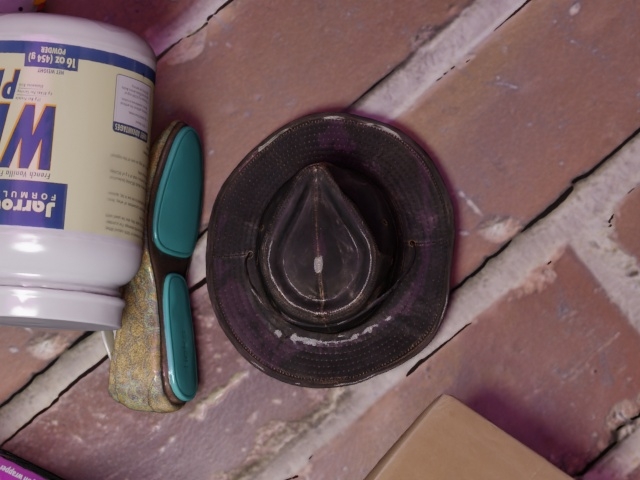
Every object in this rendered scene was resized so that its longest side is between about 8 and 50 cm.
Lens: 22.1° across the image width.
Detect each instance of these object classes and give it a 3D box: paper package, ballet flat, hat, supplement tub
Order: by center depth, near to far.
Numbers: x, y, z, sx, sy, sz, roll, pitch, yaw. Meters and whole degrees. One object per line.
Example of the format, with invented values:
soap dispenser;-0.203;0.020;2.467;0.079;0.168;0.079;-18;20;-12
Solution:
paper package;0.146;0.373;1.719;0.309;0.168;0.325;34;55;12
supplement tub;-0.306;-0.069;1.807;0.235;0.235;0.325;2;83;7
hat;0.000;0.000;1.881;0.331;0.134;0.331;-2;78;11
ballet flat;-0.206;0.029;1.923;0.123;0.123;0.349;-1;79;6

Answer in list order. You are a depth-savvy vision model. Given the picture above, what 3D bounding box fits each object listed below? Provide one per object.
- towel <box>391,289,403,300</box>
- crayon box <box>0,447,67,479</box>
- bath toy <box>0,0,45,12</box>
towel;0.073;0.031;1.936;0.060;0.009;0.083;6;80;9
crayon box;-0.379;0.395;1.797;0.363;0.106;0.313;18;81;37
bath toy;-0.395;-0.178;1.973;0.151;0.129;0.348;11;79;-26
